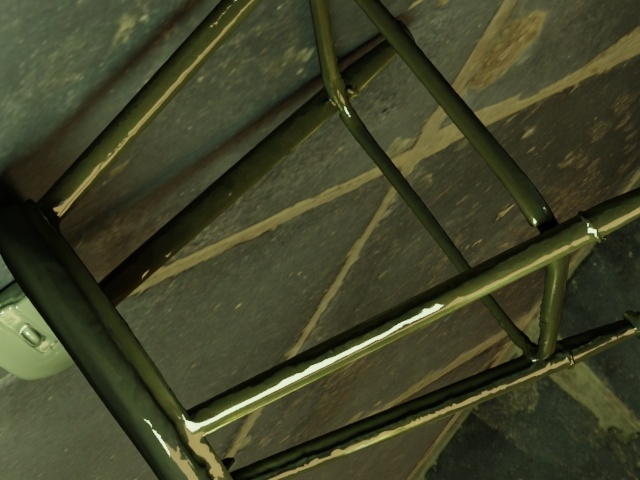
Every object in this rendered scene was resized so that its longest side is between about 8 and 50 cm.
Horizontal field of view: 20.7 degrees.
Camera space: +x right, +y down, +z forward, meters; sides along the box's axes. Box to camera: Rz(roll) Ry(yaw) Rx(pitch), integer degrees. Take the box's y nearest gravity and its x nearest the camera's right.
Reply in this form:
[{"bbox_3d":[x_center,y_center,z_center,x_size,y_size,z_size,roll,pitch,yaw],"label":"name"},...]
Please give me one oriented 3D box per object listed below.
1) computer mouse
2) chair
[{"bbox_3d":[-0.236,0.078,1.487,0.089,0.056,0.182,-46,162,-1],"label":"computer mouse"},{"bbox_3d":[0.000,0.000,1.332,0.410,0.365,0.362,-35,162,-9],"label":"chair"}]
